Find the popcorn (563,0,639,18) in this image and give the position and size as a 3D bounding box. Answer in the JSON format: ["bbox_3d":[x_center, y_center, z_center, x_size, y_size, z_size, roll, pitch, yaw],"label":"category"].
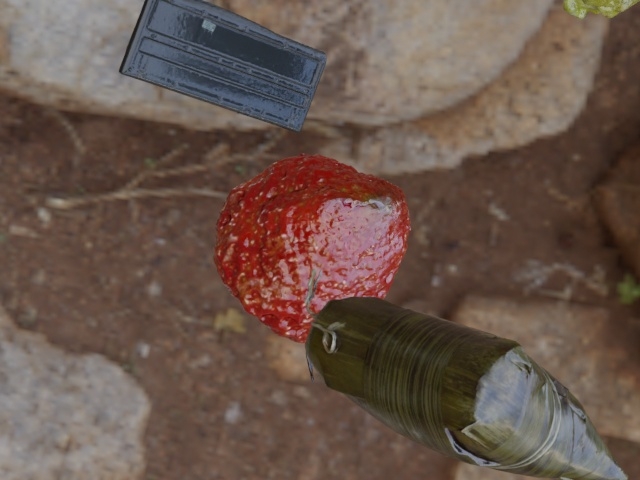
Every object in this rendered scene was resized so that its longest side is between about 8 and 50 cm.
[{"bbox_3d":[0.251,-0.278,1.527,0.125,0.126,0.145,-28,94,-32],"label":"popcorn"}]

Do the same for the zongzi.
[{"bbox_3d":[0.119,0.140,1.434,0.241,0.247,0.111,39,75,-45],"label":"zongzi"}]

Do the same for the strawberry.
[{"bbox_3d":[0.000,0.000,2.162,0.257,0.277,0.257,15,58,-25],"label":"strawberry"}]

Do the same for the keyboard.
[{"bbox_3d":[-0.124,-0.188,1.643,0.381,0.041,0.103,14,99,-56],"label":"keyboard"}]
